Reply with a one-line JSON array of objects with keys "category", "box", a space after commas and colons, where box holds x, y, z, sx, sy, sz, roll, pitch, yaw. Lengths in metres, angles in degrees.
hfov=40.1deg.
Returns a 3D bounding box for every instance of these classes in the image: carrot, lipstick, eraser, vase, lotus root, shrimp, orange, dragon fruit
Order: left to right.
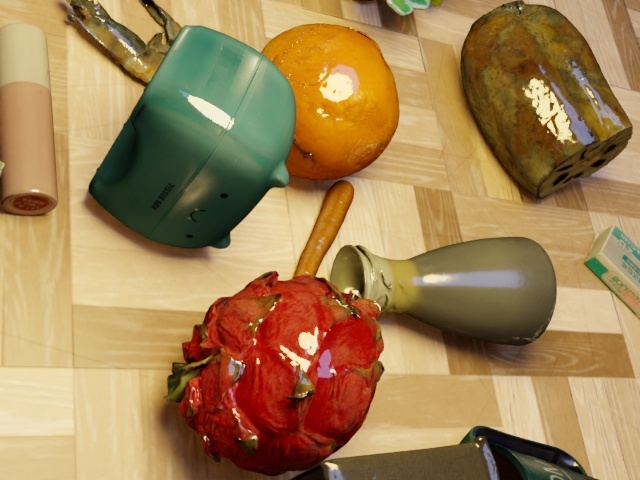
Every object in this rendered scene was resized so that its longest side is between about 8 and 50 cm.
[{"category": "lipstick", "box": [-0.387, -0.161, 1.150, 0.070, 0.070, 0.254, 3, 65, -31]}, {"category": "shrimp", "box": [-0.280, -0.318, 1.318, 0.217, 0.051, 0.150, 38, 48, -19]}, {"category": "dragon fruit", "box": [-0.039, 0.154, 1.089, 0.299, 0.244, 0.244, -36, 87, -30]}, {"category": "carrot", "box": [0.000, 0.000, 1.325, 0.043, 0.043, 0.248, 33, 55, -13]}, {"category": "orange", "box": [0.005, -0.207, 1.311, 0.240, 0.240, 0.240, 14, 59, -25]}, {"category": "vase", "box": [0.182, 0.070, 1.327, 0.321, 0.173, 0.173, 5, 63, -25]}, {"category": "lotus root", "box": [0.388, -0.267, 1.583, 0.250, 0.250, 0.346, -16, 75, -37]}, {"category": "eraser", "box": [0.599, 0.080, 1.645, 0.225, 0.052, 0.095, 44, 49, -5]}]

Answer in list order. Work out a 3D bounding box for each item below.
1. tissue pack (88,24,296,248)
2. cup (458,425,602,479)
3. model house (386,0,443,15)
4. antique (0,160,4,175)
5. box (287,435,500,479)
[{"category": "tissue pack", "box": [-0.154, -0.117, 1.131, 0.206, 0.287, 0.198, 31, 50, -16]}, {"category": "cup", "box": [0.308, 0.420, 1.194, 0.292, 0.308, 0.242, 20, 88, -21]}, {"category": "model house", "box": [0.063, -0.521, 1.512, 0.313, 0.242, 0.357, -35, 89, -23]}, {"category": "antique", "box": [-0.446, -0.030, 1.033, 0.086, 0.088, 0.183, 24, 54, -20]}, {"category": "box", "box": [0.043, 0.382, 0.959, 0.204, 0.345, 0.251, 0, 65, -29]}]
